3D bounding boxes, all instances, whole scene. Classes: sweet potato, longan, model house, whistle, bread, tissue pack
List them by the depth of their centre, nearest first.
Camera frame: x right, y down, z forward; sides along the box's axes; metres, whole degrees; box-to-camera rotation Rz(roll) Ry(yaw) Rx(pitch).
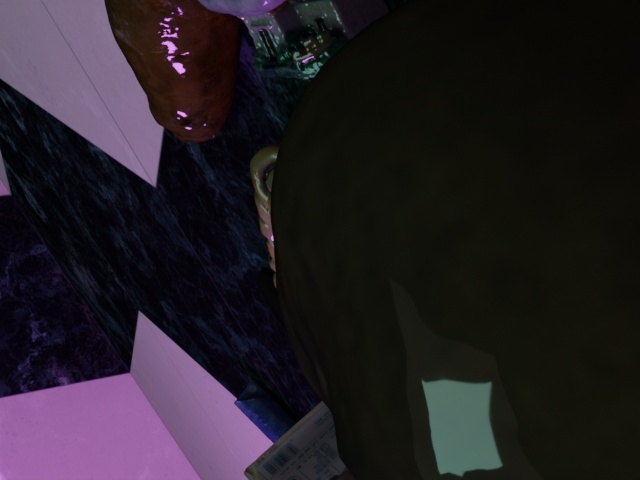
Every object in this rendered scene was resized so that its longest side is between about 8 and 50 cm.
[{"bbox_3d":[0.118,0.017,0.454,0.319,0.319,0.319,42,154,25],"label":"longan"},{"bbox_3d":[-0.013,-0.190,0.676,0.101,0.088,0.100,14,137,51],"label":"model house"},{"bbox_3d":[-0.137,-0.195,0.872,0.130,0.130,0.422,46,164,16],"label":"sweet potato"},{"bbox_3d":[0.000,0.000,0.927,0.134,0.081,0.225,31,147,32],"label":"bread"},{"bbox_3d":[0.019,0.308,1.174,0.148,0.196,0.092,31,150,40],"label":"tissue pack"},{"bbox_3d":[-0.040,0.361,1.537,0.304,0.062,0.062,37,152,33],"label":"whistle"}]

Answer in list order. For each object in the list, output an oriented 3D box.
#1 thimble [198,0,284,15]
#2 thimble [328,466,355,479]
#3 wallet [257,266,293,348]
[{"bbox_3d":[-0.039,-0.277,0.519,0.217,0.157,0.245,28,147,41],"label":"thimble"},{"bbox_3d":[0.123,0.332,1.012,0.229,0.196,0.148,14,132,58],"label":"thimble"},{"bbox_3d":[0.015,0.159,1.080,0.197,0.051,0.377,63,169,-22],"label":"wallet"}]
